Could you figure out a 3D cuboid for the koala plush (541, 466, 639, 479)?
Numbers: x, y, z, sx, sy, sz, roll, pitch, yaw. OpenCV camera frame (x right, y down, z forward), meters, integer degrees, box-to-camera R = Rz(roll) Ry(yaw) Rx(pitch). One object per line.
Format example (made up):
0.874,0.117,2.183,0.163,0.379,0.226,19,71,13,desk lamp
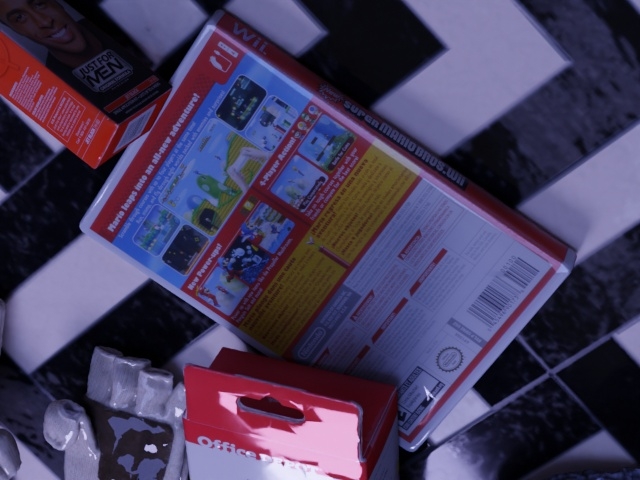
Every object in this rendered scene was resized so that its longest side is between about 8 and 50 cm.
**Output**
0.183,0.276,1.313,0.203,0.221,0.196,19,125,7,koala plush

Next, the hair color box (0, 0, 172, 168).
-0.173,-0.115,1.274,0.141,0.072,0.043,37,126,7,hair color box

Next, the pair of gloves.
-0.217,0.154,1.456,0.240,0.042,0.204,19,110,-2,pair of gloves

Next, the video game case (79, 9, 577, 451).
0.000,0.000,1.327,0.285,0.025,0.204,34,126,-4,video game case

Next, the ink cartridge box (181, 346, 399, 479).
-0.017,0.160,1.378,0.134,0.078,0.231,12,132,16,ink cartridge box
